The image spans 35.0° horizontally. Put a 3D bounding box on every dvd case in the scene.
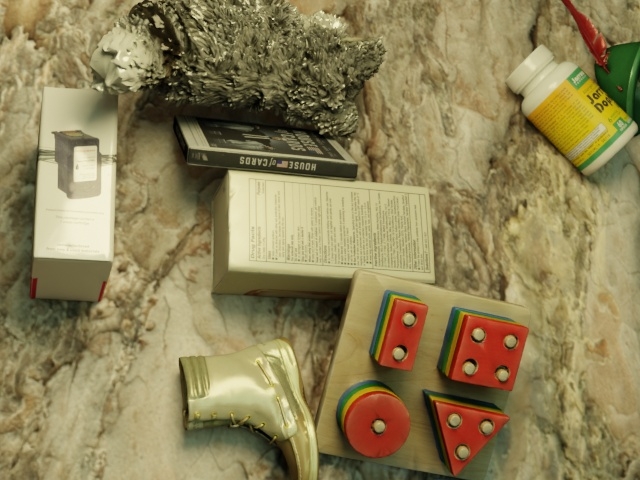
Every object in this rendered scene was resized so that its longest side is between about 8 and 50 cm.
[{"bbox_3d":[-0.083,-0.134,1.451,0.238,0.179,0.030,4,110,-16],"label":"dvd case"}]

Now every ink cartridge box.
[{"bbox_3d":[-0.324,-0.058,1.330,0.100,0.172,0.237,4,69,-16],"label":"ink cartridge box"}]

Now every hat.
[{"bbox_3d":[0.478,-0.294,1.753,0.183,0.173,0.208,13,76,30],"label":"hat"}]

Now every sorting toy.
[{"bbox_3d":[0.144,0.194,1.364,0.257,0.089,0.255,13,97,-14],"label":"sorting toy"}]

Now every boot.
[{"bbox_3d":[-0.097,0.241,1.342,0.165,0.077,0.213,-7,67,-21],"label":"boot"}]

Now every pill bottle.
[{"bbox_3d":[0.404,-0.216,1.656,0.208,0.117,0.117,46,63,4],"label":"pill bottle"}]

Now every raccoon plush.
[{"bbox_3d":[-0.096,-0.210,1.389,0.299,0.216,0.446,27,39,3],"label":"raccoon plush"}]

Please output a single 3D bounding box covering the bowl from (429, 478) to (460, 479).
[{"bbox_3d":[0.187,0.509,1.329,0.391,0.077,0.391,6,68,-15],"label":"bowl"}]

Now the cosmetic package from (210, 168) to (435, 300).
[{"bbox_3d":[0.000,0.000,1.437,0.296,0.129,0.153,6,70,-16],"label":"cosmetic package"}]
